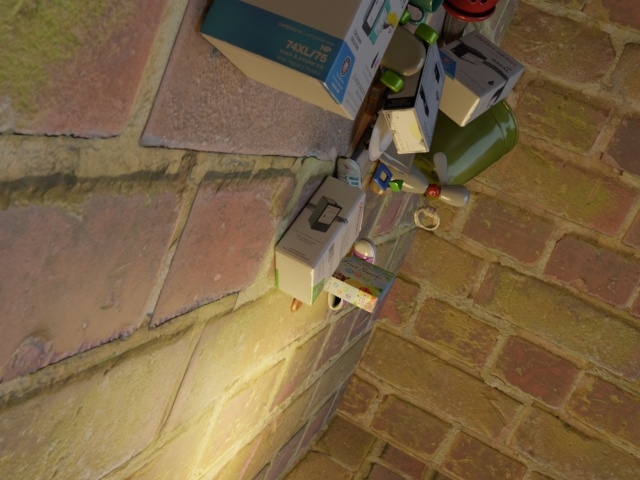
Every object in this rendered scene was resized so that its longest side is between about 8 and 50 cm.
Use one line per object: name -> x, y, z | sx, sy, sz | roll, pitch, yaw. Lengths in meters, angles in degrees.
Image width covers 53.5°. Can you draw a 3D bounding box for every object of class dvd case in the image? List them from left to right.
dvd case -> 0.097, -0.186, 1.853 | 0.253, 0.022, 0.180 | -61, 165, -12

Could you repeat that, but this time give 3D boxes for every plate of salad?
plate of salad -> 0.170, -0.315, 1.733 | 0.200, 0.048, 0.199 | -55, 161, -30

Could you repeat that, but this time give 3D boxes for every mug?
mug -> 0.239, -0.606, 1.493 | 0.157, 0.097, 0.129 | -58, 164, -21

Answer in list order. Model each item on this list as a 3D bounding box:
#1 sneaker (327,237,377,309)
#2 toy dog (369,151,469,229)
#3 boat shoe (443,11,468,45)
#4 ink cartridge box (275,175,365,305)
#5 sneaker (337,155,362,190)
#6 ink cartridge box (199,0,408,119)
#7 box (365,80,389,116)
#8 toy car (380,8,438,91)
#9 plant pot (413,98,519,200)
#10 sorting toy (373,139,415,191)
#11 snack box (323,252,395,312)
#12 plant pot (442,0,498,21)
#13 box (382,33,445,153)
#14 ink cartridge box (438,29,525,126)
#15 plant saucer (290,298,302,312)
sneaker -> 0.110, 0.131, 2.279 | 0.161, 0.102, 0.282 | -29, 142, -61
toy dog -> 0.320, -0.211, 2.108 | 0.220, 0.334, 0.161 | -45, -163, 35
boat shoe -> 0.479, -0.758, 2.036 | 0.121, 0.110, 0.341 | -56, 163, -30
ink cartridge box -> 0.000, 0.000, 1.644 | 0.273, 0.115, 0.198 | -55, 163, -31
sneaker -> 0.071, -0.152, 1.702 | 0.075, 0.057, 0.161 | -63, 154, -29
ink cartridge box -> 0.001, -0.350, 0.899 | 0.270, 0.197, 0.198 | -65, 166, 3
box -> 0.167, -0.398, 1.732 | 0.136, 0.028, 0.081 | -48, 160, -52
toy car -> 0.176, -0.444, 1.497 | 0.155, 0.149, 0.188 | -53, 180, 10
plant pot -> 0.456, -0.341, 2.283 | 0.353, 0.366, 0.366 | -45, 159, -20
sorting toy -> 0.233, -0.311, 1.941 | 0.196, 0.047, 0.347 | 25, 79, -46
snack box -> 0.117, 0.130, 2.079 | 0.174, 0.207, 0.070 | -41, 153, -55
plant pot -> 0.435, -0.732, 1.797 | 0.191, 0.191, 0.174 | -55, 171, -33
box -> 0.254, -0.392, 1.688 | 0.169, 0.087, 0.290 | 60, 39, -48
ink cartridge box -> 0.481, -0.531, 2.054 | 0.307, 0.223, 0.129 | -36, 162, -37
plant saucer -> -0.064, 0.182, 1.926 | 0.083, 0.013, 0.083 | -56, 163, -27
